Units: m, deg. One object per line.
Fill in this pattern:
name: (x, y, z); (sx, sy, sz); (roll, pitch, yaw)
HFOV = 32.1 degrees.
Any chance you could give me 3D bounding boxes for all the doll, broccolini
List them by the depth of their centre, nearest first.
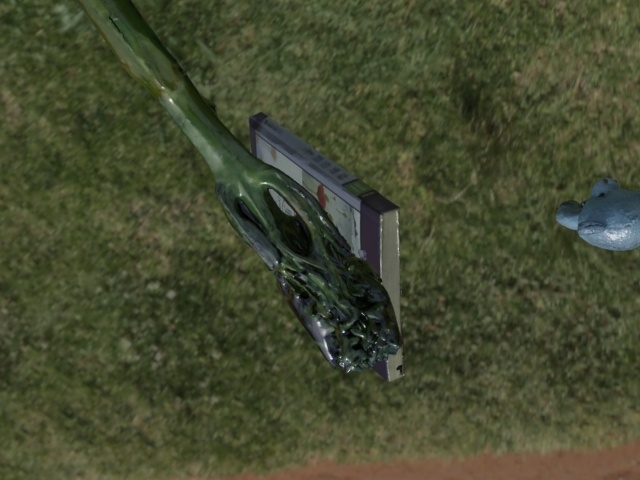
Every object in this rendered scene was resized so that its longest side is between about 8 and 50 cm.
broccolini: (-0.042, -0.055, 0.451); (0.071, 0.057, 0.254); (-23, 104, 43)
doll: (0.332, -0.040, 1.295); (0.120, 0.180, 0.075); (-12, 107, -6)

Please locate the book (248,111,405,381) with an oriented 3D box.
book: (-0.001, 0.000, 0.945); (0.026, 0.231, 0.157); (-19, 122, -23)
